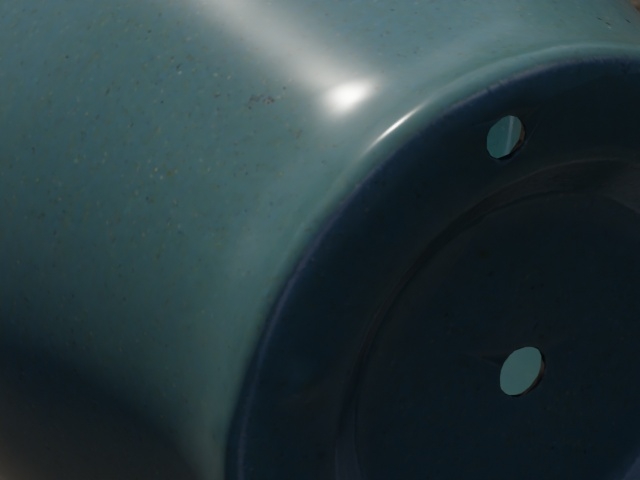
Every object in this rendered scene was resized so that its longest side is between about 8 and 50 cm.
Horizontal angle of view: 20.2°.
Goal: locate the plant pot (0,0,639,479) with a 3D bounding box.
[{"bbox_3d":[0.000,0.000,0.555,0.271,0.272,0.255,-24,31,-20],"label":"plant pot"}]
